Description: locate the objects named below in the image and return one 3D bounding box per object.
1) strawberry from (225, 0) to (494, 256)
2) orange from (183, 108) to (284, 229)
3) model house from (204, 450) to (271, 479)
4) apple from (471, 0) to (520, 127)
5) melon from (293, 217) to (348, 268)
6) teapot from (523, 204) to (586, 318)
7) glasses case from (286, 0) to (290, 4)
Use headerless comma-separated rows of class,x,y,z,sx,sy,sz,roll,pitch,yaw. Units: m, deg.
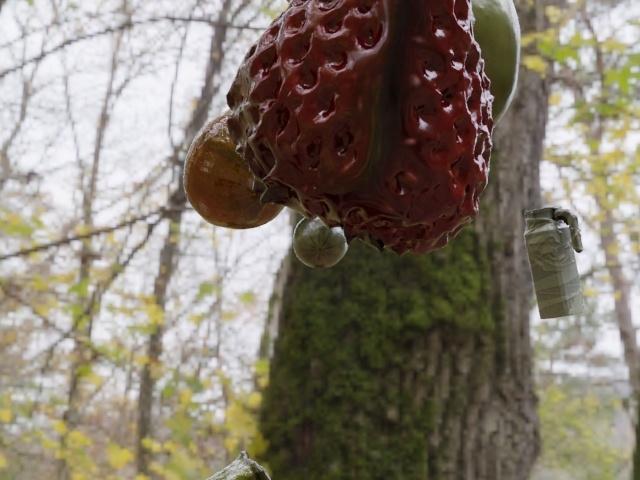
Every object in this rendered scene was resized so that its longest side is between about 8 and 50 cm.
strawberry,0.065,-0.180,1.288,0.295,0.345,0.317,11,14,-24
orange,-0.134,-0.130,2.102,0.171,0.240,0.240,26,2,39
model house,-0.140,0.387,1.358,0.234,0.193,0.175,-25,0,-16
apple,0.134,-0.302,1.817,0.357,0.357,0.357,2,-16,0
melon,0.000,0.000,1.982,0.098,0.098,0.130,0,9,6
teapot,0.428,0.035,2.074,0.077,0.200,0.107,-9,-3,-41
glasses case,0.027,-0.384,1.584,0.173,0.371,0.141,-37,-22,23
